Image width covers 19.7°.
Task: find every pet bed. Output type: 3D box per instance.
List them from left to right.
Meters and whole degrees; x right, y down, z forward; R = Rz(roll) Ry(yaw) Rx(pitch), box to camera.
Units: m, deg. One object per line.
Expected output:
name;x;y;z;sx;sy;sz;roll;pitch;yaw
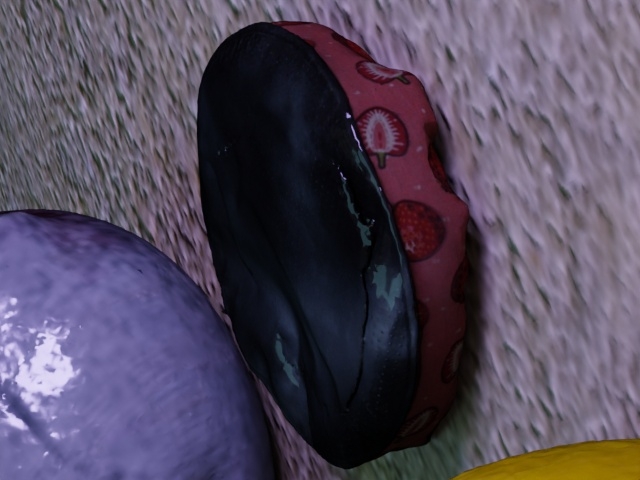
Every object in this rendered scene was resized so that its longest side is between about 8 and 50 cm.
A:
pet bed;0.000;0.000;0.773;0.201;0.053;0.201;41;139;50

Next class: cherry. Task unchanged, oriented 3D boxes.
cherry;-0.143;0.128;0.945;0.255;0.218;0.296;18;109;43

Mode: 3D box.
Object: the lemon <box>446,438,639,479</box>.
lemon;0.067;0.189;0.539;0.240;0.219;0.240;44;145;43
